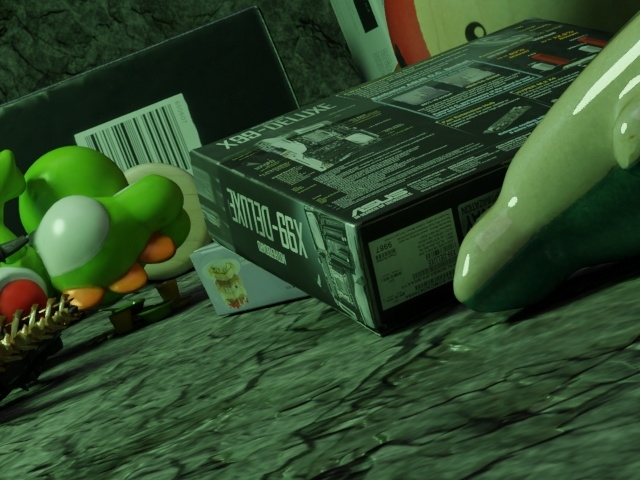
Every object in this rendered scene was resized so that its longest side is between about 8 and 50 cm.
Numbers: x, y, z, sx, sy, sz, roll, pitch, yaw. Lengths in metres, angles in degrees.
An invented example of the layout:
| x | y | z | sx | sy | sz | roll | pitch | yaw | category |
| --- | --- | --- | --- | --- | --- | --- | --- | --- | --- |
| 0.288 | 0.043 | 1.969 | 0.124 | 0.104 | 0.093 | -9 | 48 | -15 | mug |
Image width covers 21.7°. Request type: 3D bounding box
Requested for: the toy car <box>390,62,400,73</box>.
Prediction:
| x | y | z | sx | sy | sz | roll | pitch | yaw | category |
| --- | --- | --- | --- | --- | --- | --- | --- | --- | --- |
| 0.083 | -0.109 | 1.841 | 0.188 | 0.149 | 0.155 | -33 | -8 | 5 | toy car |

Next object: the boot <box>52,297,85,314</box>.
| x | y | z | sx | sy | sz | roll | pitch | yaw | category |
| --- | --- | --- | --- | --- | --- | --- | --- | --- | --- |
| -0.335 | 0.068 | 1.868 | 0.115 | 0.112 | 0.305 | -11 | 3 | 0 | boot |

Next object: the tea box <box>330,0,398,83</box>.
| x | y | z | sx | sy | sz | roll | pitch | yaw | category |
| --- | --- | --- | --- | --- | --- | --- | --- | --- | --- |
| 0.213 | -0.328 | 2.436 | 0.323 | 0.329 | 0.220 | -21 | 5 | -12 | tea box |

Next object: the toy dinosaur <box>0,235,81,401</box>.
| x | y | z | sx | sy | sz | roll | pitch | yaw | category |
| --- | --- | --- | --- | --- | --- | --- | --- | --- | --- |
| -0.311 | 0.107 | 1.354 | 0.321 | 0.164 | 0.218 | 2 | 30 | 26 | toy dinosaur |

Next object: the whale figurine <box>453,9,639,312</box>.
| x | y | z | sx | sy | sz | roll | pitch | yaw | category |
| --- | --- | --- | --- | --- | --- | --- | --- | --- | --- |
| 0.193 | -0.046 | 0.894 | 0.272 | 0.141 | 0.216 | -45 | -1 | 14 | whale figurine |

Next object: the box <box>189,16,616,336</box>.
| x | y | z | sx | sy | sz | roll | pitch | yaw | category |
| --- | --- | --- | --- | --- | --- | --- | --- | --- | --- |
| 0.098 | -0.058 | 1.136 | 0.307 | 0.077 | 0.242 | -24 | 23 | -23 | box |

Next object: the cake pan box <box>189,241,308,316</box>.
| x | y | z | sx | sy | sz | roll | pitch | yaw | category |
| --- | --- | --- | --- | --- | --- | --- | --- | --- | --- |
| 0.064 | -0.025 | 1.373 | 0.245 | 0.070 | 0.267 | -29 | 9 | -41 | cake pan box |

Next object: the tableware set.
| x | y | z | sx | sy | sz | roll | pitch | yaw | category |
| --- | --- | --- | --- | --- | --- | --- | --- | --- | --- |
| -0.173 | 0.064 | 1.642 | 0.104 | 0.024 | 0.154 | -20 | 5 | 12 | tableware set |

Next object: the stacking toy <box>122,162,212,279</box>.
| x | y | z | sx | sy | sz | roll | pitch | yaw | category |
| --- | --- | --- | --- | --- | --- | --- | --- | --- | --- |
| -0.232 | -0.006 | 2.119 | 0.141 | 0.141 | 0.330 | -23 | 0 | -16 | stacking toy |

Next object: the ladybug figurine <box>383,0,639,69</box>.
| x | y | z | sx | sy | sz | roll | pitch | yaw | category |
| --- | --- | --- | --- | --- | --- | --- | --- | --- | --- |
| 0.187 | -0.180 | 1.556 | 0.162 | 0.305 | 0.449 | -64 | -3 | 2 | ladybug figurine |

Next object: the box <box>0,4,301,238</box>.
| x | y | z | sx | sy | sz | roll | pitch | yaw | category |
| --- | --- | --- | --- | --- | --- | --- | --- | --- | --- |
| -0.258 | -0.128 | 2.528 | 0.479 | 0.297 | 0.472 | -21 | 3 | 0 | box |

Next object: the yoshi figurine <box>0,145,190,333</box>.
| x | y | z | sx | sy | sz | roll | pitch | yaw | category |
| --- | --- | --- | --- | --- | --- | --- | --- | --- | --- |
| -0.308 | 0.022 | 1.607 | 0.362 | 0.203 | 0.203 | -26 | -9 | -19 | yoshi figurine |
